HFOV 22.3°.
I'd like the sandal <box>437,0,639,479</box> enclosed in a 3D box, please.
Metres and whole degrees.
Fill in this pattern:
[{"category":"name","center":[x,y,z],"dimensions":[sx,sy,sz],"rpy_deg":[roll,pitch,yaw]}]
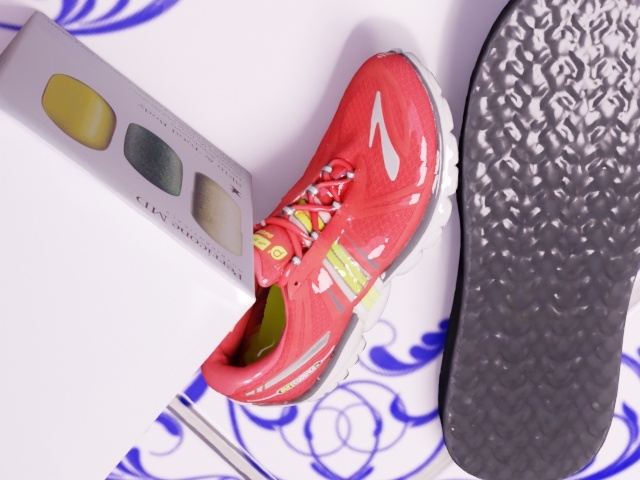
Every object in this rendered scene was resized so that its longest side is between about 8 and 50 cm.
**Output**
[{"category":"sandal","center":[0.164,-0.028,1.152],"dimensions":[0.168,0.107,0.445],"rpy_deg":[8,120,-6]}]

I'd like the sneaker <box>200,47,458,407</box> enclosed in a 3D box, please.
[{"category":"sneaker","center":[0.000,0.000,1.111],"dimensions":[0.118,0.107,0.279],"rpy_deg":[3,117,-45]}]

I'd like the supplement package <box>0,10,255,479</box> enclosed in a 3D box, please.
[{"category":"supplement package","center":[-0.177,0.008,1.052],"dimensions":[0.199,0.262,0.198],"rpy_deg":[37,103,-14]}]
